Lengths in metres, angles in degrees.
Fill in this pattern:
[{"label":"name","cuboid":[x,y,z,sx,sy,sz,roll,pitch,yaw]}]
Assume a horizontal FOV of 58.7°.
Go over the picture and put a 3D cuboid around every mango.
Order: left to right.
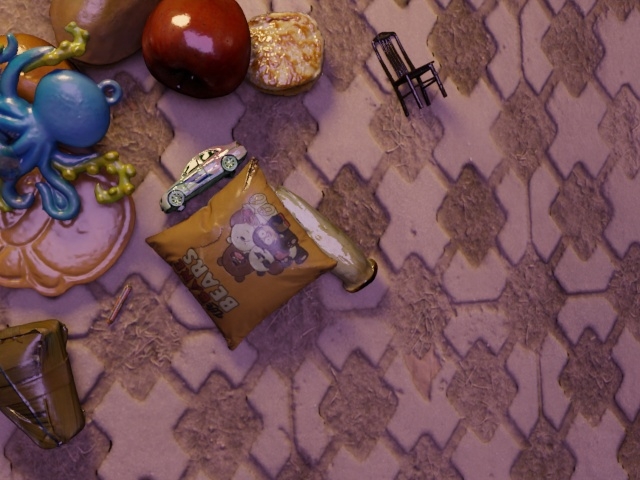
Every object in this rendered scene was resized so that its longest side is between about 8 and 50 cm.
[{"label":"mango","cuboid":[-0.561,-0.307,1.143,0.166,0.136,0.236,-45,110,-19]}]

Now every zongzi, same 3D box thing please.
[{"label":"zongzi","cuboid":[-0.637,0.302,1.125,0.289,0.123,0.260,-12,95,-5]}]

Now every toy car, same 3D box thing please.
[{"label":"toy car","cuboid":[-0.261,-0.141,1.240,0.224,0.090,0.076,-36,94,-12]}]

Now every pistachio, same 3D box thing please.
[{"label":"pistachio","cuboid":[-0.435,-0.475,1.166,0.212,0.163,0.261,14,89,-26]}]

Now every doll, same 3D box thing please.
[{"label":"doll","cuboid":[-0.523,-0.207,1.083,0.341,0.099,0.346,-24,116,3]}]

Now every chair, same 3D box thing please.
[{"label":"chair","cuboid":[0.208,-0.416,1.364,0.084,0.101,0.213,-28,97,-14]}]

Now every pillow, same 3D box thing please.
[{"label":"pillow","cuboid":[-0.168,0.031,1.233,0.312,0.119,0.310,-37,101,4]}]

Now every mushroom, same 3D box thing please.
[{"label":"mushroom","cuboid":[0.000,0.000,1.312,0.312,0.081,0.100,41,79,-9]}]

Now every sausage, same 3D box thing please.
[{"label":"sausage","cuboid":[-0.434,0.137,1.227,0.015,0.015,0.100,29,82,-12]}]

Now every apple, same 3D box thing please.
[{"label":"apple","cuboid":[-0.257,-0.410,1.188,0.233,0.234,0.234,0,89,-15]}]

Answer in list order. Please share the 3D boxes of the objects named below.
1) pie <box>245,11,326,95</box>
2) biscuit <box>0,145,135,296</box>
[{"label":"pie","cuboid":[-0.088,-0.422,1.295,0.205,0.084,0.179,-12,89,-12]},{"label":"biscuit","cuboid":[-0.569,-0.048,1.176,0.351,0.057,0.312,14,84,-14]}]
